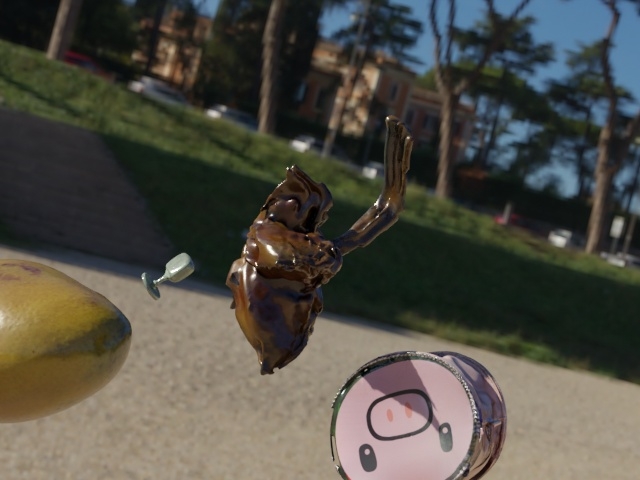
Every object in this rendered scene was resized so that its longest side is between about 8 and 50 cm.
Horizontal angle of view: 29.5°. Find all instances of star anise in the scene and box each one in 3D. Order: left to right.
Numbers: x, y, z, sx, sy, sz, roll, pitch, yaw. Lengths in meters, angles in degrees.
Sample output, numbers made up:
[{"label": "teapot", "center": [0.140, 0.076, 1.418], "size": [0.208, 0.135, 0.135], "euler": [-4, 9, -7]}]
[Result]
[{"label": "star anise", "center": [-0.007, -0.009, 1.444], "size": [0.148, 0.346, 0.237], "euler": [39, -13, -5]}]

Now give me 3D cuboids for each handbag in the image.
[{"label": "handbag", "center": [0.108, 0.210, 1.375], "size": [0.205, 0.179, 0.116], "euler": [-19, -20, 27]}]

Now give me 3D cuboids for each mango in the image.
[{"label": "mango", "center": [-0.422, 0.144, 1.711], "size": [0.378, 0.221, 0.264], "euler": [2, 21, 42]}]

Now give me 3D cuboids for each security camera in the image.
[{"label": "security camera", "center": [-0.266, 0.062, 2.166], "size": [0.092, 0.058, 0.058], "euler": [-28, -3, 5]}]
